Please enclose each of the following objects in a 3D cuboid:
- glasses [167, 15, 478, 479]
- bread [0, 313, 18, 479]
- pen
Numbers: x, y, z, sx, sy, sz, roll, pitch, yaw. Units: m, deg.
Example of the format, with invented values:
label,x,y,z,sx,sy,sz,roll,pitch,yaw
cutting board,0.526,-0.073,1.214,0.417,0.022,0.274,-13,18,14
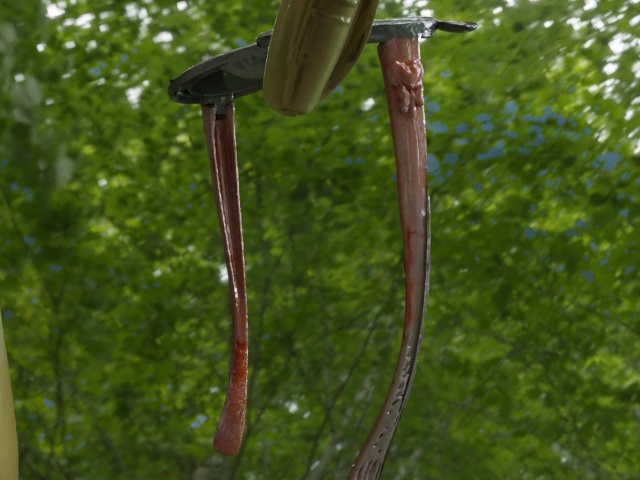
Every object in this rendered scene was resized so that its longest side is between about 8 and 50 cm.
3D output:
label,x,y,z,sx,sy,sz,roll,pitch,yaw
glasses,0.000,0.000,0.635,0.234,0.118,0.268,-3,-86,58
bread,-0.259,0.048,0.316,0.333,0.333,0.160,59,-10,-2
pen,0.027,-0.158,0.412,0.032,0.040,0.233,47,-60,58
